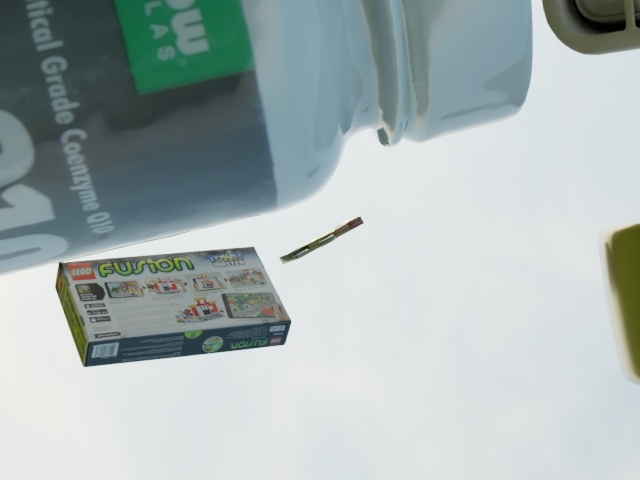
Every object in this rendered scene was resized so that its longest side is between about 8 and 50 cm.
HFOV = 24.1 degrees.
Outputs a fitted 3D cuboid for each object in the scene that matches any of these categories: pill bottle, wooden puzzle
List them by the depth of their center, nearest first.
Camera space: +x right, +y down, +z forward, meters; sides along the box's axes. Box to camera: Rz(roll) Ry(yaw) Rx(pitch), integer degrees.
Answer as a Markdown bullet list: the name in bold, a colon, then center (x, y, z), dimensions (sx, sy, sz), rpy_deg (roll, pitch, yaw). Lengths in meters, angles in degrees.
- **pill bottle**: center (-0.107, -0.095, 0.647), dimensions (0.204, 0.361, 0.204), rpy_deg (166, -90, -86)
- **wooden puzzle**: center (0.000, 0.000, 0.965), dimensions (0.006, 0.049, 0.083), rpy_deg (62, -14, -2)

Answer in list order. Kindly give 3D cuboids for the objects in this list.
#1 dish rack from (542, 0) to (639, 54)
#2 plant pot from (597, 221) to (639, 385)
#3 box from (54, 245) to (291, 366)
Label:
- **dish rack**: center (0.314, -0.342, 1.304), dimensions (0.285, 0.072, 0.333), rpy_deg (-4, -81, 41)
- **plant pot**: center (0.281, 0.092, 0.754), dimensions (0.254, 0.254, 0.239), rpy_deg (-12, -95, 64)
- **box**: center (-0.144, 0.062, 1.462), dimensions (0.114, 0.207, 0.036), rpy_deg (-118, -146, -42)
